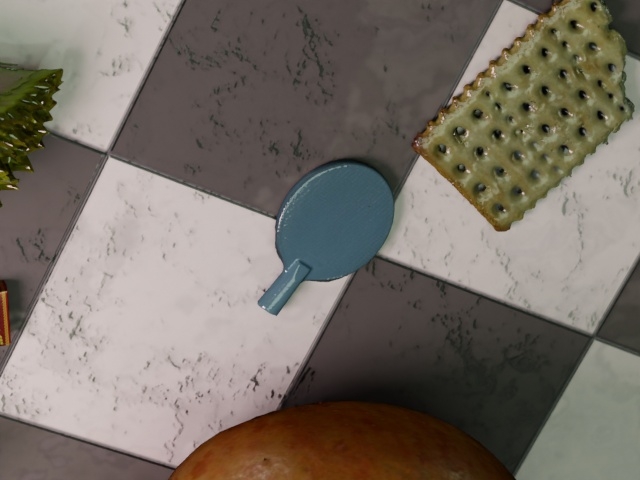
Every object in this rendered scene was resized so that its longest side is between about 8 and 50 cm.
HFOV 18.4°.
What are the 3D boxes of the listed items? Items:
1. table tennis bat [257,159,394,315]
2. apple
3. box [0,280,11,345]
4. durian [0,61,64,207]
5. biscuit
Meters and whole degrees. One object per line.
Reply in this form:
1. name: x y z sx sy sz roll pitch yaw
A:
1. table tennis bat: 0.000 0.000 1.688 0.100 0.019 0.155 32 100 -28
2. apple: 0.027 0.327 1.689 0.400 0.333 0.400 1 111 2
3. box: -0.296 0.064 1.620 0.082 0.023 0.051 -7 117 -15
4. durian: -0.372 -0.089 1.468 0.352 0.169 0.158 11 138 -21
5. biscuit: 0.189 -0.109 1.697 0.203 0.016 0.144 -42 119 6
